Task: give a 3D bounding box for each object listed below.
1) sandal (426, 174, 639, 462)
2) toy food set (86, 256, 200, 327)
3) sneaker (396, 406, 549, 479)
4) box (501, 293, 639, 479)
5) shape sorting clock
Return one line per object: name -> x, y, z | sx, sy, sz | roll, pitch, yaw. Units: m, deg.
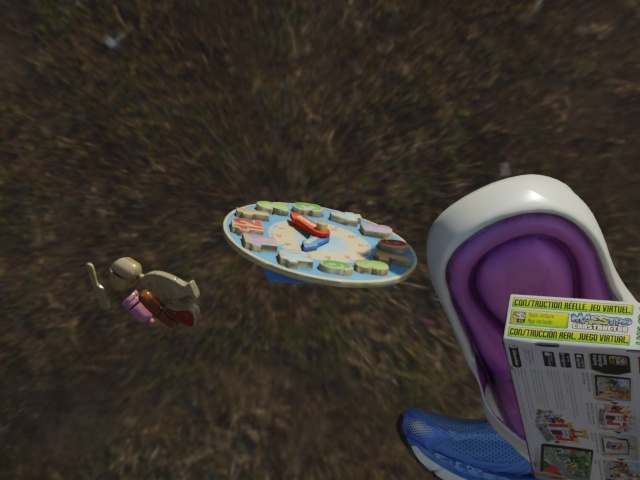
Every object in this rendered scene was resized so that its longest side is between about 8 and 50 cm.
sandal -> 0.198, 0.113, 1.054 | 0.169, 0.102, 0.416 | -29, 133, 17
toy food set -> -0.153, 0.049, 1.247 | 0.122, 0.019, 0.078 | 13, 134, 28
sneaker -> 0.242, 0.195, 1.417 | 0.330, 0.130, 0.147 | 6, 93, -2
box -> 0.192, 0.108, 0.932 | 0.114, 0.207, 0.036 | 3, 57, 17
shape sorting clock -> 0.000, 0.000, 1.435 | 0.206, 0.206, 0.040 | 7, 112, -2
